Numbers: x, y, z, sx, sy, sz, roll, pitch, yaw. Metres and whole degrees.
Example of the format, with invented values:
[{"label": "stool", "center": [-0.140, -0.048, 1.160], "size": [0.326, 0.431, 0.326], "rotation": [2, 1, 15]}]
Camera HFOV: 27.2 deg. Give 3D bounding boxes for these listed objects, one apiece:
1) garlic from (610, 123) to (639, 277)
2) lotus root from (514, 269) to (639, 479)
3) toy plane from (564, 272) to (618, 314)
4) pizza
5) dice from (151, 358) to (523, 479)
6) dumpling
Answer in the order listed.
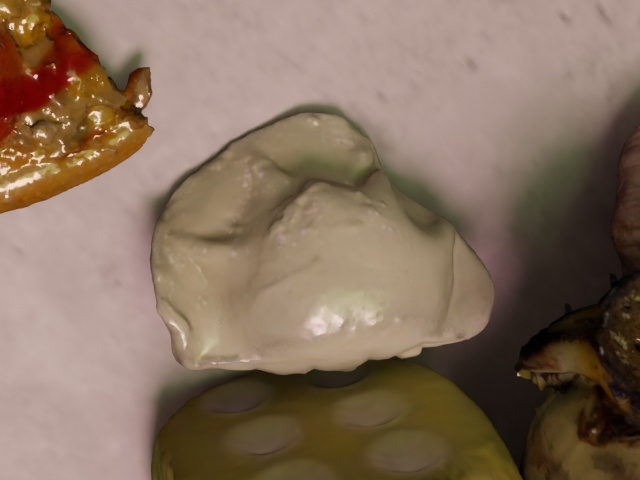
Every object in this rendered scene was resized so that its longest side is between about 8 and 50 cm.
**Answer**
[{"label": "garlic", "center": [0.227, -0.014, 0.757], "size": [0.159, 0.102, 0.147], "rotation": [2, 93, -34]}, {"label": "lotus root", "center": [0.175, 0.132, 0.716], "size": [0.173, 0.173, 0.309], "rotation": [-22, 149, -14]}, {"label": "toy plane", "center": [0.177, 0.059, 0.802], "size": [0.084, 0.024, 0.078], "rotation": [7, 99, -30]}, {"label": "pizza", "center": [-0.173, -0.101, 0.592], "size": [0.188, 0.062, 0.199], "rotation": [-16, 111, -18]}, {"label": "dice", "center": [0.011, 0.170, 0.691], "size": [0.166, 0.169, 0.169], "rotation": [-14, 111, -18]}, {"label": "dumpling", "center": [0.002, 0.000, 0.686], "size": [0.169, 0.100, 0.134], "rotation": [-9, 75, 4]}]
